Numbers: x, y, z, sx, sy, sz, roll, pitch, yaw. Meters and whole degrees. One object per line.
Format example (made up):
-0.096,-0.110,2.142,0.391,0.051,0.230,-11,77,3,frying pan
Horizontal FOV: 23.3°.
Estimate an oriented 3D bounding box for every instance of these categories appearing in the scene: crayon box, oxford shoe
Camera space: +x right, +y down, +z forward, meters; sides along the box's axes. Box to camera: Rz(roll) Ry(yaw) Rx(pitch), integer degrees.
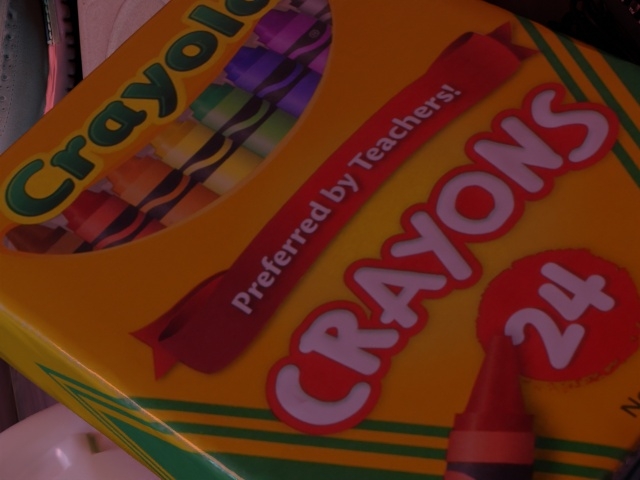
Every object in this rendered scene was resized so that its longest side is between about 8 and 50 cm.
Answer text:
0.000,0.000,0.558,0.318,0.202,0.081,29,156,34,crayon box
-0.261,-0.181,1.094,0.140,0.146,0.397,2,93,57,oxford shoe

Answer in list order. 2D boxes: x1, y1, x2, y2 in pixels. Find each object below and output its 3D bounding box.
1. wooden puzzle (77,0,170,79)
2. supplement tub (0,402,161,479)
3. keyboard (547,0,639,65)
-0.029,-0.030,0.808,0.322,0.080,0.347,-13,76,57,wooden puzzle
-0.043,0.223,0.647,0.193,0.193,0.316,49,159,45,supplement tub
0.131,-0.079,0.579,0.192,0.038,0.100,63,140,36,keyboard
